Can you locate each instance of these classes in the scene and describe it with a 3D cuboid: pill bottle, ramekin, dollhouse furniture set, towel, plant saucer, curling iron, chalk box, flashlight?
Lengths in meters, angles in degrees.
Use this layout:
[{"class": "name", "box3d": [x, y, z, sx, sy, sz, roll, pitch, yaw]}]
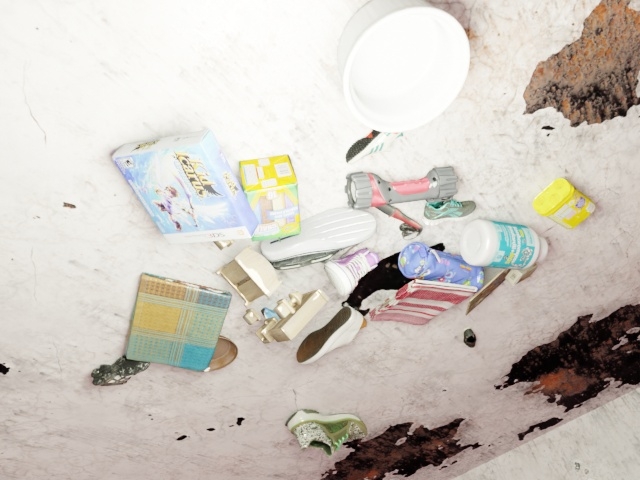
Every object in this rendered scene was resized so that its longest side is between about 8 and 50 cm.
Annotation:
[{"class": "pill bottle", "box3d": [0.584, 0.016, 1.652, 0.264, 0.146, 0.146, 5, 131, -23]}, {"class": "ramekin", "box3d": [0.168, -0.388, 1.136, 0.277, 0.135, 0.277, -9, 135, -9]}, {"class": "dollhouse furniture set", "box3d": [-0.170, 0.106, 1.529, 0.355, 0.174, 0.303, 50, 150, -7]}, {"class": "towel", "box3d": [-0.439, 0.259, 1.602, 0.271, 0.040, 0.370, 14, 126, -13]}, {"class": "towel", "box3d": [0.335, 0.215, 1.752, 0.237, 0.037, 0.329, 7, 152, -19]}, {"class": "plant saucer", "box3d": [-0.379, 0.374, 1.770, 0.198, 0.036, 0.199, -9, 134, -9]}, {"class": "curling iron", "box3d": [0.204, -0.071, 1.525, 0.068, 0.035, 0.274, -42, 131, 22]}, {"class": "chalk box", "box3d": [-0.127, -0.090, 1.333, 0.132, 0.132, 0.213, -9, 134, -10]}, {"class": "flashlight", "box3d": [0.221, -0.150, 1.418, 0.304, 0.103, 0.103, -10, 162, -14]}]

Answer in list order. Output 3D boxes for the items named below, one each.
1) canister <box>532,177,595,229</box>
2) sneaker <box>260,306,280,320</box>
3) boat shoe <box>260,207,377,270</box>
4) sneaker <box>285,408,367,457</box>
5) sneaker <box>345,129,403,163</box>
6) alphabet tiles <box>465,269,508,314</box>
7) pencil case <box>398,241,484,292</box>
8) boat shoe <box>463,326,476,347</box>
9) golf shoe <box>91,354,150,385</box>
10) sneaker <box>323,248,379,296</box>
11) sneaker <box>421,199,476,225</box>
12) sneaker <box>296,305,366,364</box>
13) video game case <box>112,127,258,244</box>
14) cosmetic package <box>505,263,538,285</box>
[{"class": "canister", "box3d": [0.765, -0.110, 1.640, 0.169, 0.073, 0.126, 21, 124, -34]}, {"class": "sneaker", "box3d": [-0.125, 0.242, 1.721, 0.162, 0.063, 0.073, 25, 103, -39]}, {"class": "boat shoe", "box3d": [0.000, 0.000, 1.489, 0.335, 0.121, 0.119, -12, 144, 10]}, {"class": "sneaker", "box3d": [0.040, 0.861, 2.270, 0.410, 0.182, 0.158, 16, 126, -30]}, {"class": "sneaker", "box3d": [0.140, -0.236, 1.328, 0.161, 0.057, 0.075, -40, 126, 17]}, {"class": "alphabet tiles", "box3d": [0.591, 0.155, 1.801, 0.237, 0.009, 0.198, -41, 156, -7]}, {"class": "pencil case", "box3d": [0.395, 0.088, 1.679, 0.306, 0.119, 0.133, 16, 144, -31]}, {"class": "boat shoe", "box3d": [0.601, 0.400, 2.105, 0.048, 0.042, 0.133, -24, 137, 3]}, {"class": "golf shoe", "box3d": [-0.645, 0.427, 1.722, 0.198, 0.077, 0.094, -16, 150, 3]}, {"class": "sneaker", "box3d": [0.098, 0.074, 1.509, 0.161, 0.282, 0.102, -26, 96, -2]}, {"class": "sneaker", "box3d": [0.379, -0.096, 1.541, 0.166, 0.065, 0.076, -15, 132, -5]}, {"class": "sneaker", "box3d": [0.045, 0.355, 1.836, 0.290, 0.106, 0.123, -41, 129, 20]}, {"class": "video game case", "box3d": [-0.306, -0.112, 1.210, 0.244, 0.061, 0.270, -5, 130, 23]}, {"class": "cosmetic package", "box3d": [0.700, 0.109, 1.822, 0.115, 0.041, 0.060, -18, 143, -38]}]
